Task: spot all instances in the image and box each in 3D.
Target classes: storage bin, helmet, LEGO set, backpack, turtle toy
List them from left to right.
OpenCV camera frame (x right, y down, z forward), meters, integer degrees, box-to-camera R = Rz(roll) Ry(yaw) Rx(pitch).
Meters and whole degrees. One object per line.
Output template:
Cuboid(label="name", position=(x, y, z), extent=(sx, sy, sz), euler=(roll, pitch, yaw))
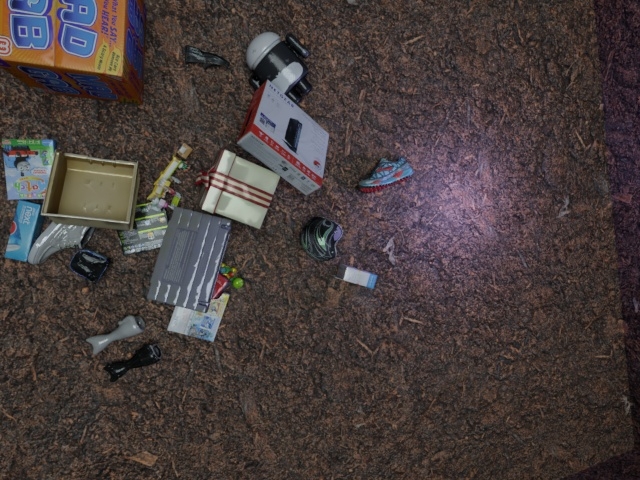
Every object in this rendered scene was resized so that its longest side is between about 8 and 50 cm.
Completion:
Cuboid(label="backpack", position=(-0.855, 0.086, 1.497), extent=(0.114, 0.084, 0.105), euler=(33, 88, -22))
Cuboid(label="storage bin", position=(-0.796, -0.179, 1.432), extent=(0.262, 0.123, 0.260), euler=(5, 73, -17))
Cuboid(label="LEGO set", position=(-0.552, -0.223, 1.539), extent=(0.107, 0.132, 0.287), euler=(35, 62, -31))
Cuboid(label="turtle toy", position=(-0.375, 0.153, 1.634), extent=(0.130, 0.066, 0.095), euler=(25, 89, -15))
Cuboid(label="helmet", position=(0.000, 0.000, 1.667), extent=(0.169, 0.169, 0.161), euler=(30, 72, -15))

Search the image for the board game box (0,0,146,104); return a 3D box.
Cuboid(label="board game box", position=(-0.786, -0.682, 1.303), extent=(0.357, 0.356, 0.356), euler=(3, 94, -15))

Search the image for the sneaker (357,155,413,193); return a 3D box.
Cuboid(label="sneaker", position=(0.267, -0.289, 1.754), extent=(0.262, 0.104, 0.125), euler=(-20, 82, -16))

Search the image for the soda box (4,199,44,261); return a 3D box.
Cuboid(label="soda box", position=(-1.053, -0.035, 1.446), extent=(0.071, 0.067, 0.210), euler=(15, 91, -15))

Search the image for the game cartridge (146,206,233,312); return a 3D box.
Cuboid(label="game cartridge", position=(-0.482, 0.068, 1.494), extent=(0.230, 0.068, 0.354), euler=(14, 81, 4))

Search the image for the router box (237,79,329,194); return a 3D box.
Cuboid(label="router box", position=(-0.124, -0.381, 1.505), extent=(0.335, 0.082, 0.301), euler=(34, 47, -33))

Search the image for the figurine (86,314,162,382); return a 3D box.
Cuboid(label="figurine", position=(-0.761, 0.416, 1.556), extent=(0.210, 0.092, 0.214), euler=(-27, 100, -6))

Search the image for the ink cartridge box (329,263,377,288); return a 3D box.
Cuboid(label="ink cartridge box", position=(0.138, 0.148, 1.743), extent=(0.181, 0.104, 0.061), euler=(17, 91, -15))

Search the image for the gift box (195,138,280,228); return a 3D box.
Cuboid(label="gift box", position=(-0.327, -0.216, 1.527), extent=(0.258, 0.255, 0.276), euler=(20, 87, -24))

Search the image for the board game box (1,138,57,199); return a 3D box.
Cuboid(label="board game box", position=(-1.031, -0.253, 1.446), extent=(0.160, 0.039, 0.211), euler=(-3, 97, -14))

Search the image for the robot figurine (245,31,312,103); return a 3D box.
Cuboid(label="robot figurine", position=(-0.158, -0.663, 1.562), extent=(0.278, 0.173, 0.209), euler=(44, 74, -14))

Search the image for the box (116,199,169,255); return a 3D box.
Cuboid(label="box", position=(-0.679, -0.050, 1.552), extent=(0.191, 0.045, 0.184), euler=(-14, 96, -12))

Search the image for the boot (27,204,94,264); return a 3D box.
Cuboid(label="boot", position=(-0.928, 0.001, 1.465), extent=(0.123, 0.095, 0.258), euler=(34, 85, -8))

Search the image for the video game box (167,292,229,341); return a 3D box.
Cuboid(label="video game box", position=(-0.489, 0.285, 1.628), extent=(0.187, 0.048, 0.205), euler=(20, 90, -13))

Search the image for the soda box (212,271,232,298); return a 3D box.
Cuboid(label="soda box", position=(-0.474, 0.111, 1.558), extent=(0.263, 0.083, 0.092), euler=(39, 84, 5))

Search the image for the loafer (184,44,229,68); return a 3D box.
Cuboid(label="loafer", position=(-0.436, -0.692, 1.551), extent=(0.170, 0.062, 0.061), euler=(15, 113, -12))
